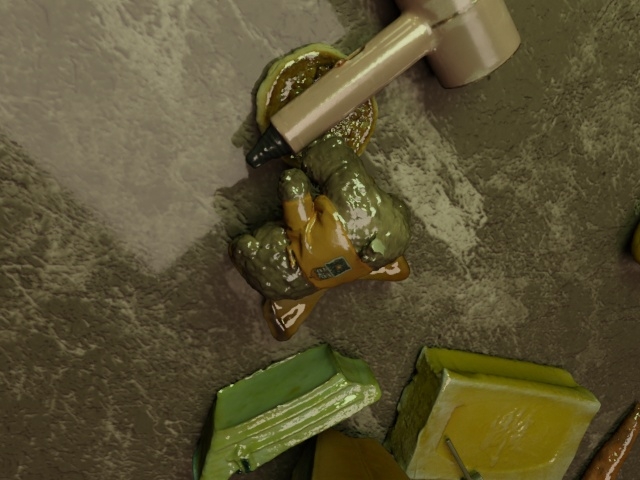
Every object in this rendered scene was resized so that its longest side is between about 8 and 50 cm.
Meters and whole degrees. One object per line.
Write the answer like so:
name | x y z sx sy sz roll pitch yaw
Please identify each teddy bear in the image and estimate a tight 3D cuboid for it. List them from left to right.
teddy bear | 0.000 0.000 0.605 0.190 0.140 0.177 -31 133 17

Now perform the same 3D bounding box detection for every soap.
soap | 0.277 0.291 0.869 0.314 0.091 0.199 15 106 -21

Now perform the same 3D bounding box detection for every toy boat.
toy boat | -0.059 0.226 0.727 0.276 0.111 0.084 -27 110 -3

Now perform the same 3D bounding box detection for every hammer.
hammer | 0.210 0.333 0.808 0.035 0.019 0.110 -31 111 -4

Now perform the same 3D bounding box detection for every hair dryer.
hair dryer | 0.047 -0.202 0.598 0.344 0.107 0.189 -39 115 -4

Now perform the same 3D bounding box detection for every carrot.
carrot | 0.551 0.404 1.017 0.057 0.057 0.224 24 97 -23

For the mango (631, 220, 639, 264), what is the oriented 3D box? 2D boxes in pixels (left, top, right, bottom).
mango | 0.565 -0.032 0.837 0.195 0.098 0.137 -37 118 7

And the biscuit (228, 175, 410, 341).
biscuit | 0.001 0.023 0.707 0.207 0.047 0.164 -27 116 -6

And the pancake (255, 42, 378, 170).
pancake | -0.002 -0.155 0.652 0.158 0.028 0.158 -7 112 -18

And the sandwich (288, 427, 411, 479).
sandwich | 0.005 0.371 0.750 0.227 0.198 0.155 17 102 -36
